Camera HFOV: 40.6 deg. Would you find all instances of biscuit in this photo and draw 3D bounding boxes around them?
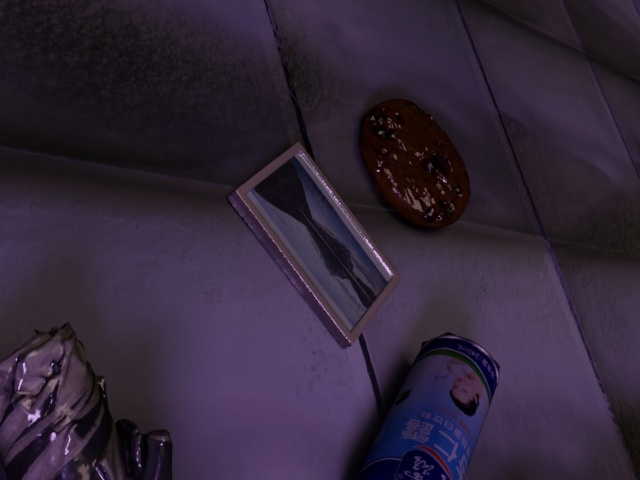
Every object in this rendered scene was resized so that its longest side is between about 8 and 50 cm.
[{"bbox_3d":[0.126,-0.103,1.129,0.192,0.049,0.192,28,44,-30],"label":"biscuit"}]

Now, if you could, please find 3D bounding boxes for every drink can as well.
[{"bbox_3d":[0.107,0.197,0.861,0.097,0.097,0.235,50,39,-10],"label":"drink can"}]

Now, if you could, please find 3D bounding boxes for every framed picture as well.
[{"bbox_3d":[0.000,0.000,0.944,0.203,0.015,0.150,53,37,-6],"label":"framed picture"}]

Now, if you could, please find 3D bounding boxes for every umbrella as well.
[{"bbox_3d":[-0.125,0.228,0.578,0.106,0.113,0.358,-23,88,-25],"label":"umbrella"}]
